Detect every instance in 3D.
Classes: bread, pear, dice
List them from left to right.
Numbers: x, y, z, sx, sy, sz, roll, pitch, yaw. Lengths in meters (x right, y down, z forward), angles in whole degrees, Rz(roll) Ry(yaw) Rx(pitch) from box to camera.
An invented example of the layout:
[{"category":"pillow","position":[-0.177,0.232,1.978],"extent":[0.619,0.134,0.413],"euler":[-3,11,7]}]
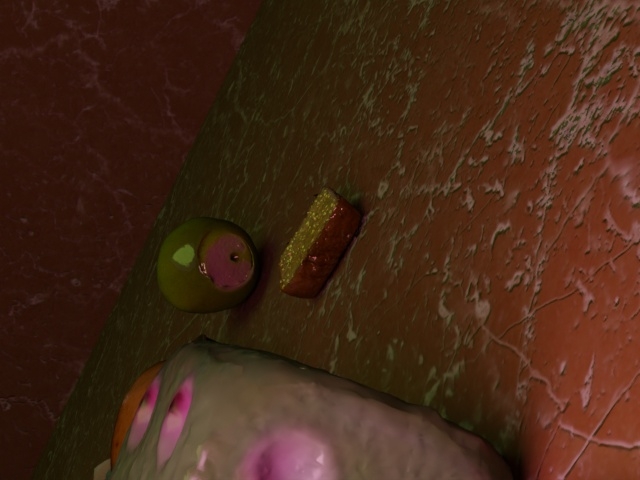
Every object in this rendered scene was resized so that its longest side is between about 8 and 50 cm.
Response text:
[{"category":"pear","position":[-0.209,0.046,2.164],"extent":[0.220,0.188,0.187],"euler":[-19,52,65]},{"category":"dice","position":[-0.032,0.289,1.110],"extent":[0.322,0.318,0.330],"euler":[-16,53,70]},{"category":"bread","position":[0.000,0.000,1.802],"extent":[0.103,0.065,0.187],"euler":[-99,33,-62]}]

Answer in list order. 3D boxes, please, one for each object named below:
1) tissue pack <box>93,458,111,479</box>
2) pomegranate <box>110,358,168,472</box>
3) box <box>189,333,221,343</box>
[{"category":"tissue pack","position":[-0.327,0.482,2.098],"extent":[0.170,0.071,0.325],"euler":[-31,28,10]},{"category":"pomegranate","position":[-0.152,0.270,1.607],"extent":[0.264,0.264,0.264],"euler":[-56,21,34]},{"category":"box","position":[-0.210,0.259,2.073],"extent":[0.201,0.090,0.144],"euler":[-40,32,57]}]
